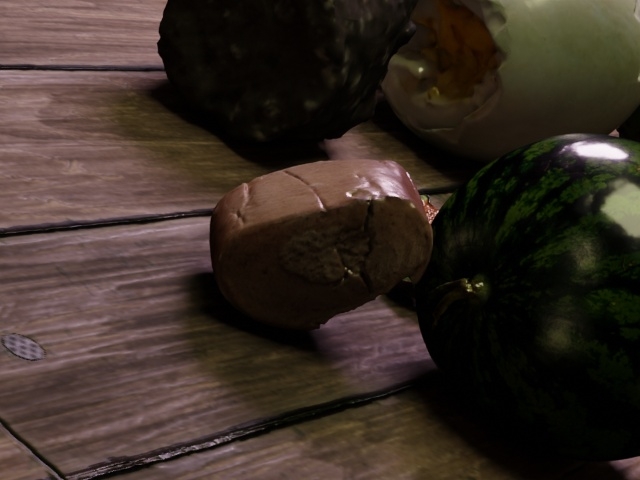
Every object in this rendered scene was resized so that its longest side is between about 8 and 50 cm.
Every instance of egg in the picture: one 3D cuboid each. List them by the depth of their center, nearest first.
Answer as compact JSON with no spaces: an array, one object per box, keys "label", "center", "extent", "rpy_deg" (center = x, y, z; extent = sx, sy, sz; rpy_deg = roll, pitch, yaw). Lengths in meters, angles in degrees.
[{"label":"egg","center":[0.236,-0.227,2.101],"extent":[0.336,0.278,0.278],"rpy_deg":[-15,44,-39]}]

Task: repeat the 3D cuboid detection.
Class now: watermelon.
[{"label":"watermelon","center":[0.210,0.043,1.481],"extent":[0.269,0.269,0.269],"rpy_deg":[24,20,-9]}]

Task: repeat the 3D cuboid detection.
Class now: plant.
[{"label":"plant","center":[-0.014,-0.217,1.884],"extent":[0.213,0.215,0.312],"rpy_deg":[30,17,18]}]

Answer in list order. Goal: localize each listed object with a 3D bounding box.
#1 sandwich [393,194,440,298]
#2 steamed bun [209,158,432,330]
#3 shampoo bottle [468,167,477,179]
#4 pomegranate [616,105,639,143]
[{"label":"sandwich","center":[0.080,0.007,1.670],"extent":[0.067,0.029,0.135],"rpy_deg":[-7,35,11]},{"label":"steamed bun","center":[0.000,0.000,1.471],"extent":[0.175,0.106,0.145],"rpy_deg":[-16,19,-2]},{"label":"shampoo bottle","center":[0.222,-0.046,2.032],"extent":[0.137,0.027,0.048],"rpy_deg":[18,30,-23]},{"label":"pomegranate","center":[0.484,-0.119,2.195],"extent":[0.270,0.254,0.254],"rpy_deg":[2,15,14]}]
